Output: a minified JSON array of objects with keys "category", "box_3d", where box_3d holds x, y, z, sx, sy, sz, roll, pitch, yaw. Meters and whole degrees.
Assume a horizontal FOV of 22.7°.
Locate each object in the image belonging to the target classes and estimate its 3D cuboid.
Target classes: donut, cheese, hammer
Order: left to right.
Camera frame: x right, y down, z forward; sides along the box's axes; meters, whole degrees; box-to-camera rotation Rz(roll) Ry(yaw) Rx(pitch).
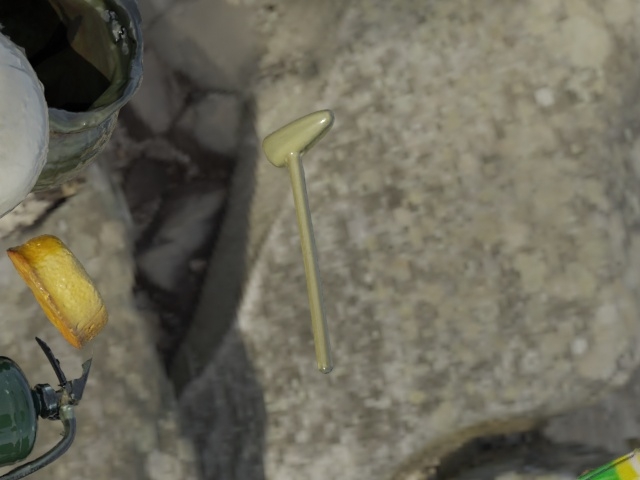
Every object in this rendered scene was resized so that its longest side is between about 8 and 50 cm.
[{"category":"cheese","box_3d":[-0.315,-0.100,1.291,0.189,0.154,0.198,14,54,-30]},{"category":"donut","box_3d":[-0.298,0.056,1.829,0.058,0.152,0.152,-35,107,-16]},{"category":"hammer","box_3d":[0.000,0.000,1.133,0.028,0.060,0.195,17,56,-47]}]

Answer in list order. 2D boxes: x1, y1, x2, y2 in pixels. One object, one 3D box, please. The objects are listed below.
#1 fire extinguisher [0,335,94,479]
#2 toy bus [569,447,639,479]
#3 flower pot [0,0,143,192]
[{"category":"fire extinguisher","box_3d":[-0.301,0.147,1.239,0.294,0.093,0.118,-11,66,-28]},{"category":"toy bus","box_3d":[0.201,0.257,0.810,0.143,0.179,0.305,44,22,-72]},{"category":"flower pot","box_3d":[-0.365,-0.211,1.848,0.302,0.213,0.301,20,52,-28]}]
